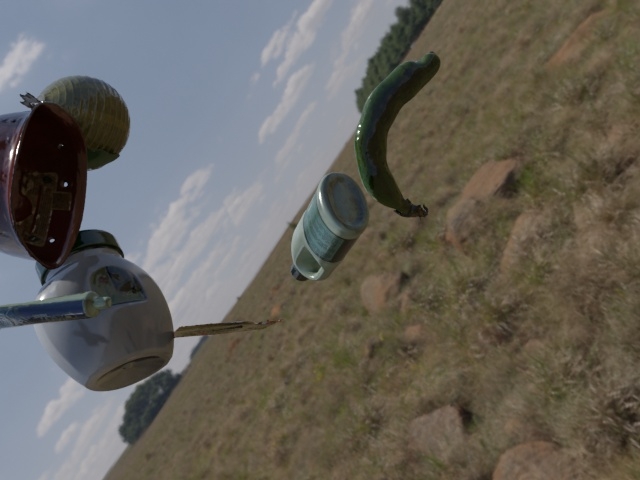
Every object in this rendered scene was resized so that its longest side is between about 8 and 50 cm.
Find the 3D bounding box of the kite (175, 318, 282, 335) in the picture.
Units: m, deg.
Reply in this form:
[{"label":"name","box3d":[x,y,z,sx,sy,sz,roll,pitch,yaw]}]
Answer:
[{"label":"kite","box3d":[-0.264,0.235,1.602,0.328,0.013,0.378,-13,-13,28]}]

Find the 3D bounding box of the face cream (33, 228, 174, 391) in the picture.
[{"label":"face cream","box3d":[-0.528,0.171,1.472,0.313,0.357,0.219,-9,-35,-45]}]

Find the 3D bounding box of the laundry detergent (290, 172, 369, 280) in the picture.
[{"label":"laundry detergent","box3d":[0.000,0.000,0.898,0.070,0.099,0.225,-14,-23,-27]}]

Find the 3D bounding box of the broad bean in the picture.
[{"label":"broad bean","box3d":[0.130,-0.184,1.050,0.049,0.144,0.291,-154,67,-78]}]

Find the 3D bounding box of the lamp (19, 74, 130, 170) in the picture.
[{"label":"lamp","box3d":[-0.627,-0.306,1.546,0.284,0.250,0.250,19,-72,-52]}]

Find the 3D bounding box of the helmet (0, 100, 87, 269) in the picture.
[{"label":"helmet","box3d":[-0.656,-0.122,1.268,0.385,0.230,0.337,96,179,-74]}]

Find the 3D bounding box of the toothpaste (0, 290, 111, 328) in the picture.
[{"label":"toothpaste","box3d":[-0.501,0.126,1.099,0.069,0.269,0.047,35,-131,-74]}]
